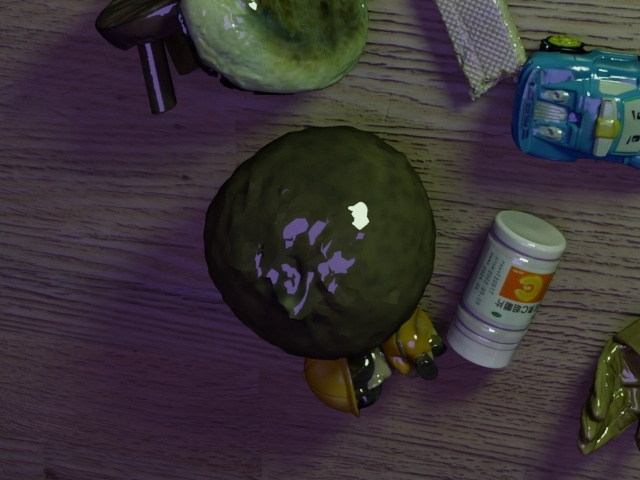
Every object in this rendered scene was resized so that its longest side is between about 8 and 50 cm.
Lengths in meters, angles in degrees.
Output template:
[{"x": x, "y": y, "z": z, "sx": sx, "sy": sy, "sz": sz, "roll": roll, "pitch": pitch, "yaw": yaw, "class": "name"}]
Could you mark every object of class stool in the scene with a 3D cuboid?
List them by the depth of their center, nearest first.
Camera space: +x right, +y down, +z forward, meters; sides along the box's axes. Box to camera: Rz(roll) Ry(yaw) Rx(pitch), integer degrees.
[{"x": -0.217, "y": -0.353, "z": 1.951, "sx": 0.272, "sy": 0.272, "sz": 0.178, "roll": -16, "pitch": 118, "yaw": 22, "class": "stool"}]

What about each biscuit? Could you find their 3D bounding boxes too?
[{"x": 0.253, "y": -0.355, "z": 1.901, "sx": 0.108, "sy": 0.062, "sz": 0.239, "roll": -18, "pitch": 103, "yaw": 25, "class": "biscuit"}]

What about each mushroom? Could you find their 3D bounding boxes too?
[{"x": -0.049, "y": -0.345, "z": 1.838, "sx": 0.130, "sy": 0.344, "sz": 0.247, "roll": 16, "pitch": 96, "yaw": 46, "class": "mushroom"}]

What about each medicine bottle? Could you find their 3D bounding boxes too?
[{"x": 0.316, "y": 0.084, "z": 2.015, "sx": 0.133, "sy": 0.133, "sz": 0.250, "roll": 25, "pitch": 116, "yaw": 7, "class": "medicine bottle"}]

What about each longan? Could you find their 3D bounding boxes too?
[{"x": 0.000, "y": 0.000, "z": 1.944, "sx": 0.391, "sy": 0.391, "sz": 0.391, "roll": 6, "pitch": 112, "yaw": 15, "class": "longan"}]

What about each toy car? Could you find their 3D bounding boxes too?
[{"x": 0.455, "y": -0.201, "z": 1.837, "sx": 0.314, "sy": 0.166, "sz": 0.198, "roll": 9, "pitch": 116, "yaw": 7, "class": "toy car"}]

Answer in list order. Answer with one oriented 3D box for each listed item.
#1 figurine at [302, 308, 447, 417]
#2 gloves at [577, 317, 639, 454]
[{"x": 0.087, "y": 0.204, "z": 2.105, "sx": 0.257, "sy": 0.192, "sz": 0.167, "roll": -31, "pitch": 125, "yaw": 25, "class": "figurine"}, {"x": 0.545, "y": 0.235, "z": 2.001, "sx": 0.154, "sy": 0.141, "sz": 0.331, "roll": 30, "pitch": 109, "yaw": -25, "class": "gloves"}]
